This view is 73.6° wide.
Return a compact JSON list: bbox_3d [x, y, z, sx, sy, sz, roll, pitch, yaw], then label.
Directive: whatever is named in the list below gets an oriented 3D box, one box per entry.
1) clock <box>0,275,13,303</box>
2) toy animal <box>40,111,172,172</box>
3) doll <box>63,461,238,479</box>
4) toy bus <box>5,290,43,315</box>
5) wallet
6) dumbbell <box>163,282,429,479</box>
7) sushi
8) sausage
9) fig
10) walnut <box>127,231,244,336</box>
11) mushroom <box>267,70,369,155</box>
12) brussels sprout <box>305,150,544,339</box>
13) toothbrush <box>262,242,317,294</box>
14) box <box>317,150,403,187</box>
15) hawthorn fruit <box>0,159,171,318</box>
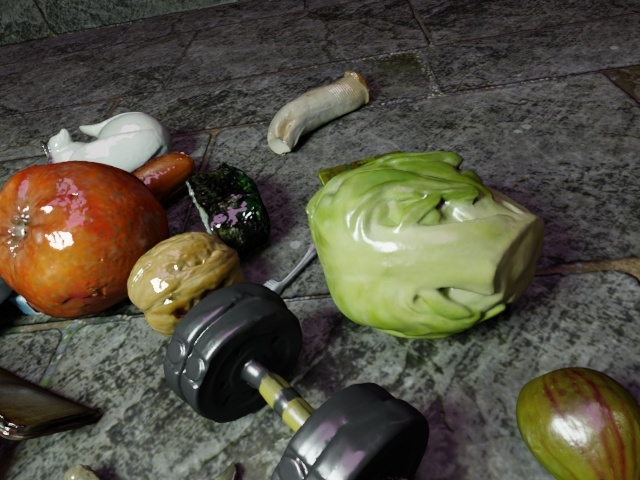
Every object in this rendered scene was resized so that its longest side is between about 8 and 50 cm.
[{"bbox_3d":[-0.686,0.092,0.799,0.313,0.061,0.312,-17,39,15],"label":"clock"},{"bbox_3d":[-0.519,-0.214,1.046,0.289,0.174,0.249,-40,50,-24],"label":"toy animal"},{"bbox_3d":[-0.196,0.337,0.458,0.286,0.091,0.202,4,11,2],"label":"doll"},{"bbox_3d":[-0.525,0.081,0.822,0.075,0.060,0.122,1,46,13],"label":"toy bus"},{"bbox_3d":[-0.459,0.221,0.616,0.255,0.137,0.031,11,80,23],"label":"wallet"},{"bbox_3d":[-0.038,0.192,0.501,0.185,0.185,0.388,-38,49,-25],"label":"dumbbell"},{"bbox_3d":[-0.177,-0.065,0.846,0.127,0.124,0.225,-24,44,-12],"label":"sushi"},{"bbox_3d":[-0.421,-0.092,0.954,0.330,0.102,0.102,-37,48,-25],"label":"sausage"},{"bbox_3d":[0.282,0.248,0.432,0.124,0.124,0.236,-6,56,7],"label":"fig"},{"bbox_3d":[-0.212,0.065,0.700,0.184,0.155,0.155,-32,46,-26],"label":"walnut"},{"bbox_3d":[-0.007,-0.342,1.125,0.123,0.095,0.351,39,64,20],"label":"mushroom"},{"bbox_3d":[0.133,-0.006,0.630,0.328,0.247,0.328,-10,42,9],"label":"brussels sprout"},{"bbox_3d":[0.000,0.000,0.809,0.029,0.024,0.354,25,54,31],"label":"toothbrush"},{"bbox_3d":[0.097,-0.141,0.912,0.193,0.030,0.121,-15,29,-2],"label":"box"},{"bbox_3d":[-0.390,-0.014,0.770,0.276,0.275,0.307,19,18,29],"label":"hawthorn fruit"}]
